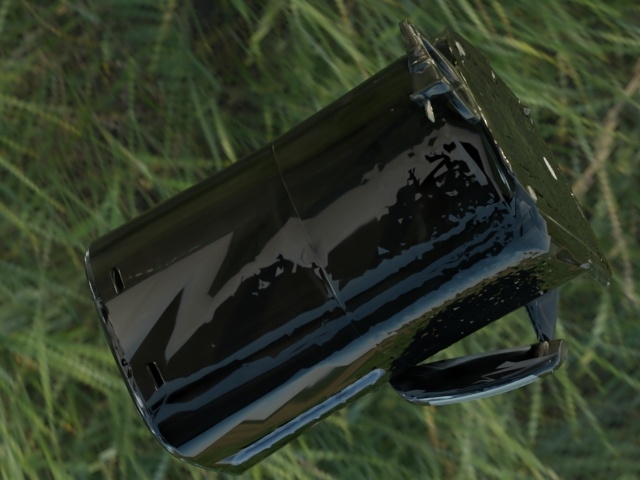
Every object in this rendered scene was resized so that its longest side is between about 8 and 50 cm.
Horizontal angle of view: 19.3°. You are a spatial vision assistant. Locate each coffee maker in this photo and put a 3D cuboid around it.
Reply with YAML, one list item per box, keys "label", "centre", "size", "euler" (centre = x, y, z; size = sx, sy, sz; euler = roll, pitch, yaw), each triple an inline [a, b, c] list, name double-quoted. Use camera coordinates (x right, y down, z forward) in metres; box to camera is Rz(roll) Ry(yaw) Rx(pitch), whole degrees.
- label: "coffee maker"
  centre: [0.000, 0.000, 0.740]
  size: [0.178, 0.120, 0.171]
  euler: [-31, 133, 14]
